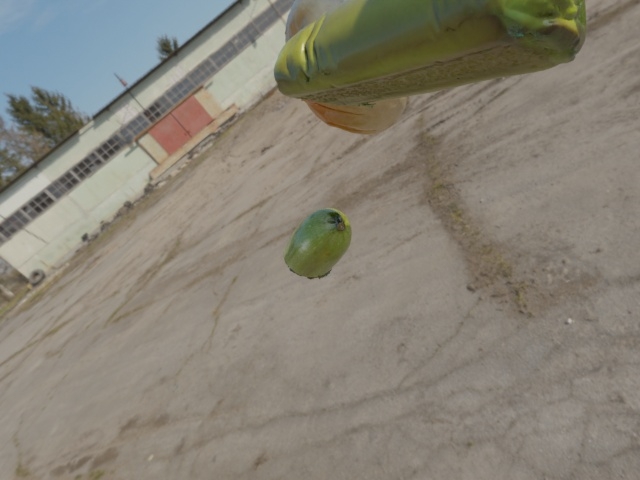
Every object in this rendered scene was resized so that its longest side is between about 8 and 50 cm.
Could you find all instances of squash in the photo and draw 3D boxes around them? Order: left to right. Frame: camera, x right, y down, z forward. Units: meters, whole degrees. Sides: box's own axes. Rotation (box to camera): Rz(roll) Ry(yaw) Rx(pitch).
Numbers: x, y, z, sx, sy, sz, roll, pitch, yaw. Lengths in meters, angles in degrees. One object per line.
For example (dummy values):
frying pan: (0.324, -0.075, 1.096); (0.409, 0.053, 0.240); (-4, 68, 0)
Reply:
squash: (0.000, 0.000, 0.857); (0.123, 0.123, 0.186); (-52, 0, -30)

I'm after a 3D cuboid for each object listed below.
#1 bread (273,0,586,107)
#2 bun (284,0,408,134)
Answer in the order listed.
bread: (0.095, -0.234, 0.484); (0.166, 0.112, 0.384); (-3, 8, -36)
bun: (0.028, -0.323, 0.812); (0.165, 0.299, 0.299); (-40, 21, 5)
